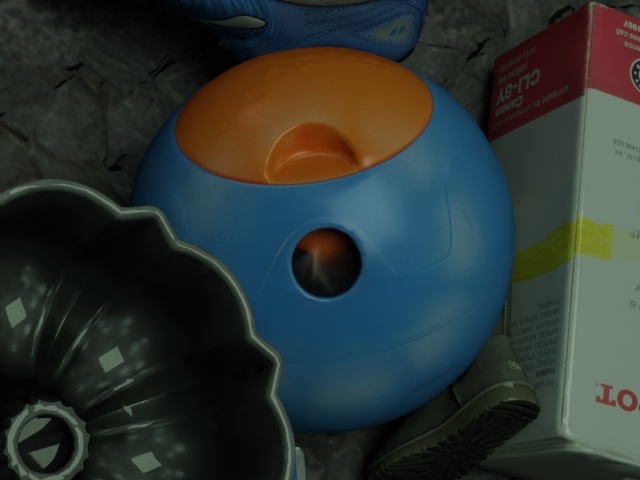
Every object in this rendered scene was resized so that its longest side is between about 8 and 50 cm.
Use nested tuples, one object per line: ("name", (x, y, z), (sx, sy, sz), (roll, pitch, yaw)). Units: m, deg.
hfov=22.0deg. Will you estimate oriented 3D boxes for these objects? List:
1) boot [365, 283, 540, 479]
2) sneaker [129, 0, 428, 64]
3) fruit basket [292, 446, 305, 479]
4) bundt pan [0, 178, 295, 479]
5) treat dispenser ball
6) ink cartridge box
("boot", (0.097, 0.084, 1.355), (0.076, 0.190, 0.208), (25, 40, -41))
("sneaker", (-0.074, -0.192, 1.289), (0.330, 0.147, 0.130), (10, 41, 12))
("fruit basket", (-0.135, 0.306, 1.141), (0.327, 0.165, 0.353), (6, 70, -25))
("bundt pan", (-0.189, 0.133, 1.044), (0.331, 0.124, 0.330), (5, 78, -24))
("treat dispenser ball", (0.000, 0.000, 1.221), (0.288, 0.288, 0.288), (8, 73, -25))
("ink cartridge box", (0.283, 0.031, 1.425), (0.279, 0.160, 0.384), (18, 68, -26))
